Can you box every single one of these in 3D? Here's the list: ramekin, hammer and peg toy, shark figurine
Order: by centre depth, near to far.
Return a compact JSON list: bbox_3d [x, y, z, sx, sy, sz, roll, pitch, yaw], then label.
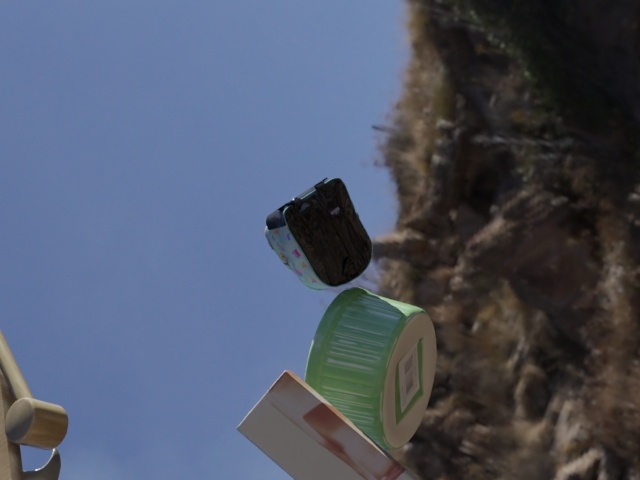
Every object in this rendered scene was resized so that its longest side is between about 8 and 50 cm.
[{"bbox_3d":[-0.460,0.285,1.477,0.361,0.266,0.127,-41,-44,20],"label":"hammer and peg toy"},{"bbox_3d":[-0.432,0.474,1.818,0.116,0.166,0.278,-26,-33,-4],"label":"shark figurine"},{"bbox_3d":[0.104,0.248,2.058,0.303,0.148,0.303,-31,-54,-57],"label":"ramekin"}]

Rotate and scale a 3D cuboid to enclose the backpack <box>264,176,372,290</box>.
[{"bbox_3d":[0.000,0.000,2.053,0.166,0.188,0.144,-35,3,-33],"label":"backpack"}]

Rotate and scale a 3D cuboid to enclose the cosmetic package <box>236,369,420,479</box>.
[{"bbox_3d":[0.020,0.356,1.797,0.129,0.296,0.153,-49,-8,-5],"label":"cosmetic package"}]
